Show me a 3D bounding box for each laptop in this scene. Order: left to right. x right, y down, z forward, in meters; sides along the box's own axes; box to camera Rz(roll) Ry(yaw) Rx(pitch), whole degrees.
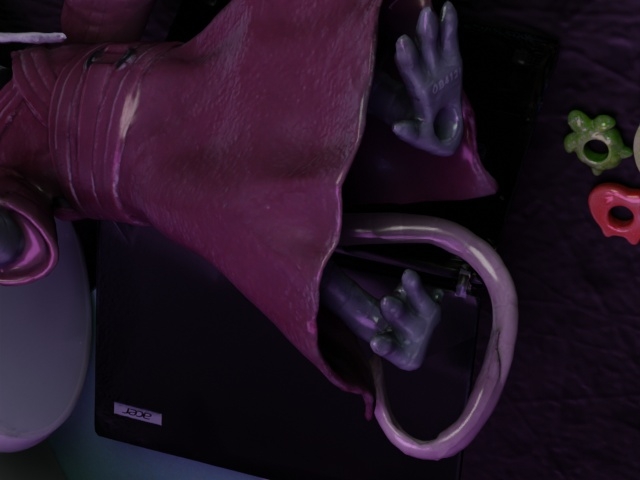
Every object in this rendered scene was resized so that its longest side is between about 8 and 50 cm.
[{"bbox_3d":[0.000,0.000,1.145,0.234,0.264,0.136,12,155,15],"label":"laptop"}]

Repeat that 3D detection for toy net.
[{"bbox_3d":[0.233,0.015,1.137,0.122,0.045,0.232,-18,113,31],"label":"toy net"}]

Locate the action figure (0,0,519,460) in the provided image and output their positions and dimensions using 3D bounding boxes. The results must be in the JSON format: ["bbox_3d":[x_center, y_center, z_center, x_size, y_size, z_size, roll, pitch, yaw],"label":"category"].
[{"bbox_3d":[-0.080,-0.065,1.033,0.370,0.248,0.276,10,156,35],"label":"action figure"}]

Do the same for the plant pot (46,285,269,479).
[{"bbox_3d":[-0.071,0.119,1.265,0.234,0.165,0.166,49,127,-3],"label":"plant pot"}]

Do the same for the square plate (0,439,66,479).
[{"bbox_3d":[-0.160,0.216,1.254,0.049,0.344,0.347,-36,104,12],"label":"square plate"}]

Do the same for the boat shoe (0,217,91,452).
[{"bbox_3d":[-0.269,-0.029,1.213,0.156,0.136,0.367,-30,81,46],"label":"boat shoe"}]
